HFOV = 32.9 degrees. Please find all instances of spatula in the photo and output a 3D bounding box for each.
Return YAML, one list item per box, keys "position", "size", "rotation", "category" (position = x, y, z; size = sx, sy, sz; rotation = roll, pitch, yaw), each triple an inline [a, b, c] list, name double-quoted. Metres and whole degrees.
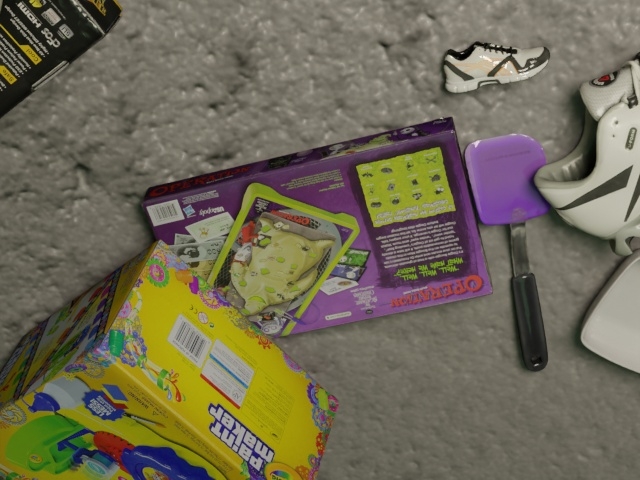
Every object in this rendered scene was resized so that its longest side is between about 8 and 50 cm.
- position: [0.224, 0.022, 1.204]
  size: [0.084, 0.030, 0.297]
  rotation: [-12, 118, 4]
  category: "spatula"

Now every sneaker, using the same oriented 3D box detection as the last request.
- position: [0.175, -0.180, 1.088]
  size: [0.109, 0.040, 0.044]
  rotation: [-12, 116, 10]
  category: "sneaker"
- position: [0.338, -0.137, 1.055]
  size: [0.146, 0.122, 0.331]
  rotation: [28, 117, -14]
  category: "sneaker"

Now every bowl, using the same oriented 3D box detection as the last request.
- position: [0.373, 0.077, 1.214]
  size: [0.142, 0.053, 0.142]
  rotation: [24, 117, -9]
  category: "bowl"

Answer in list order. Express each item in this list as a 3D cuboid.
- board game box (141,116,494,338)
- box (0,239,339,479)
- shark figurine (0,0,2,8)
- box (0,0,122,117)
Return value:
- position: [0.000, 0.000, 1.198]
  size: [0.346, 0.056, 0.208]
  rotation: [-12, 114, 10]
  category: "board game box"
- position: [-0.189, 0.203, 1.215]
  size: [0.279, 0.177, 0.290]
  rotation: [-32, 113, 36]
  category: "box"
- position: [-0.332, -0.202, 0.927]
  size: [0.116, 0.166, 0.278]
  rotation: [47, 134, 7]
  category: "shark figurine"
- position: [-0.382, -0.249, 0.985]
  size: [0.257, 0.079, 0.322]
  rotation: [-32, 112, 22]
  category: "box"
